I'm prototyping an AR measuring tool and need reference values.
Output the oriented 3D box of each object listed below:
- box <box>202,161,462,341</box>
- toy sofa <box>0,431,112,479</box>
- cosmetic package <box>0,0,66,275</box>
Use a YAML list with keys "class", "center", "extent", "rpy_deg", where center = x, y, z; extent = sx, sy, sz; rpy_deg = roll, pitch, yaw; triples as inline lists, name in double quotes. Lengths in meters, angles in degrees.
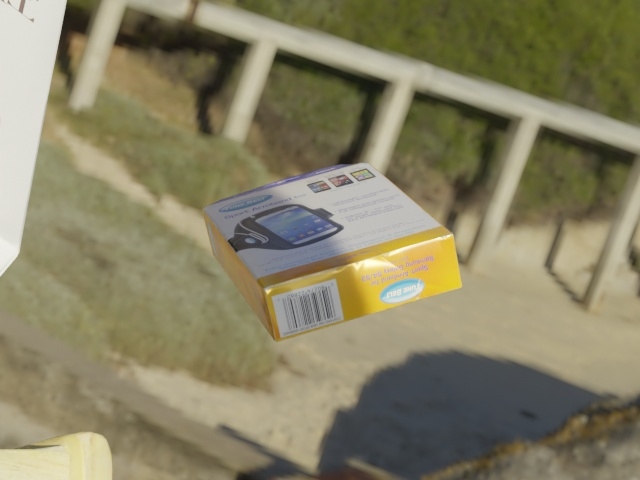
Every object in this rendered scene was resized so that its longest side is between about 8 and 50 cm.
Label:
- class: "box"
  center: [0.000, 0.000, 0.748]
  extent: [0.081, 0.028, 0.136]
  rpy_deg: [-16, 18, -10]
- class: "toy sofa"
  center: [-0.241, 0.107, 0.511]
  extent: [0.177, 0.150, 0.362]
  rpy_deg: [-20, -29, 31]
- class: "cosmetic package"
  center: [-0.309, -0.143, 0.845]
  extent: [0.377, 0.097, 0.284]
  rpy_deg: [33, 31, -24]
